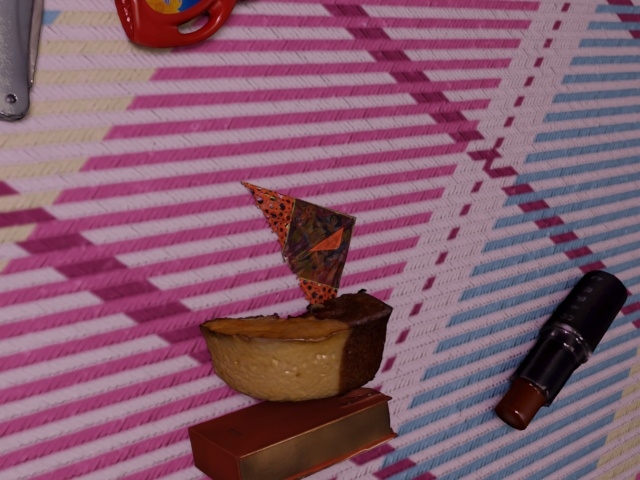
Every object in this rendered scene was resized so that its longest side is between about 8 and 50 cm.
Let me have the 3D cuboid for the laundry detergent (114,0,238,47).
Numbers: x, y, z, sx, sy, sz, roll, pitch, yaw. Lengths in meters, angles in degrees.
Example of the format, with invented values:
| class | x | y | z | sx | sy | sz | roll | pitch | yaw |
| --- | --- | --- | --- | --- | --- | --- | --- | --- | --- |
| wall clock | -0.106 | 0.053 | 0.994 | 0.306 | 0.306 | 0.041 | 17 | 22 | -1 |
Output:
| class | x | y | z | sx | sy | sz | roll | pitch | yaw |
| --- | --- | --- | --- | --- | --- | --- | --- | --- | --- |
| laundry detergent | -0.134 | -0.262 | 0.705 | 0.165 | 0.049 | 0.097 | -20 | 104 | -32 |

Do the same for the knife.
| class | x | y | z | sx | sy | sz | roll | pitch | yaw |
| --- | --- | --- | --- | --- | --- | --- | --- | --- | --- |
| knife | -0.287 | -0.193 | 0.620 | 0.044 | 0.023 | 0.162 | 4 | 84 | -36 |

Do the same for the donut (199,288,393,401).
| class | x | y | z | sx | sy | sz | roll | pitch | yaw |
| --- | --- | --- | --- | --- | --- | --- | --- | --- | --- |
| donut | -0.011 | 0.119 | 0.710 | 0.217 | 0.141 | 0.085 | -6 | 99 | -24 |

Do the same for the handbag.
| class | x | y | z | sx | sy | sz | roll | pitch | yaw |
| --- | --- | --- | --- | --- | --- | --- | --- | --- | --- |
| handbag | -0.027 | 0.202 | 0.696 | 0.190 | 0.127 | 0.063 | -11 | 94 | -31 |

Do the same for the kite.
| class | x | y | z | sx | sy | sz | roll | pitch | yaw |
| --- | --- | --- | --- | --- | --- | --- | --- | --- | --- |
| kite | 0.001 | 0.000 | 0.798 | 0.125 | 0.008 | 0.222 | -34 | 105 | -31 |

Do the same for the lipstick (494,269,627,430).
| class | x | y | z | sx | sy | sz | roll | pitch | yaw |
| --- | --- | --- | --- | --- | --- | --- | --- | --- | --- |
| lipstick | 0.354 | 0.159 | 0.963 | 0.300 | 0.081 | 0.081 | -43 | 109 | -28 |
